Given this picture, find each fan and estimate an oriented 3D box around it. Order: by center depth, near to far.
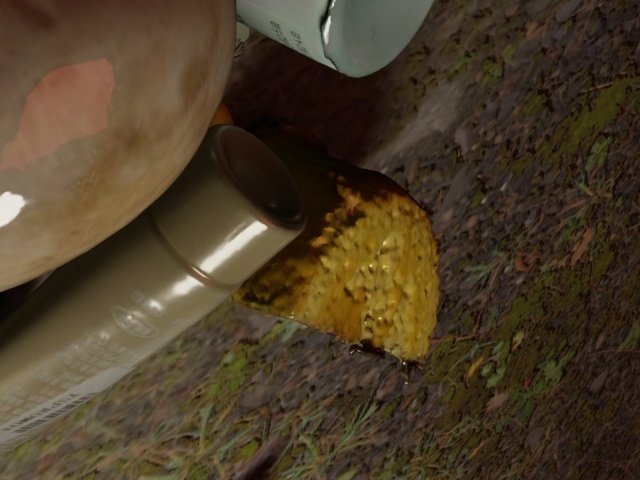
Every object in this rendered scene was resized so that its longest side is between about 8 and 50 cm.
[{"bbox_3d":[-0.070,-0.147,1.261,0.056,0.004,0.083,-49,151,-23],"label":"fan"}]

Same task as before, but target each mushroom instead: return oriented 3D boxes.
[{"bbox_3d":[-0.197,-0.115,0.844,0.297,0.297,0.290,-33,105,-44],"label":"mushroom"}]

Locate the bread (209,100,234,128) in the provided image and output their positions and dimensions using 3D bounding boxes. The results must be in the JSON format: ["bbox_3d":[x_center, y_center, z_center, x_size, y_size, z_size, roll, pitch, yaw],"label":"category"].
[{"bbox_3d":[-0.113,-0.046,1.191,0.125,0.086,0.156,-51,151,-20],"label":"bread"}]

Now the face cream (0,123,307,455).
[{"bbox_3d":[-0.154,0.062,1.136,0.341,0.084,0.137,-40,162,23],"label":"face cream"}]

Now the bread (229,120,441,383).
[{"bbox_3d":[-0.004,-0.002,1.356,0.260,0.160,0.147,26,87,-58],"label":"bread"}]

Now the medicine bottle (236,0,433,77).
[{"bbox_3d":[-0.020,-0.190,1.123,0.135,0.168,0.135,-43,149,-34],"label":"medicine bottle"}]
